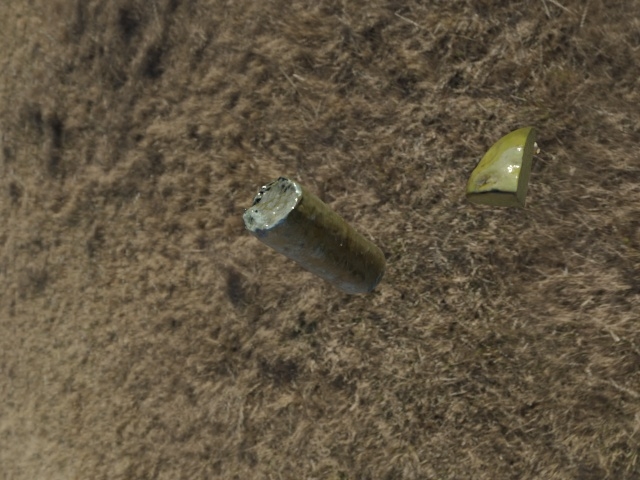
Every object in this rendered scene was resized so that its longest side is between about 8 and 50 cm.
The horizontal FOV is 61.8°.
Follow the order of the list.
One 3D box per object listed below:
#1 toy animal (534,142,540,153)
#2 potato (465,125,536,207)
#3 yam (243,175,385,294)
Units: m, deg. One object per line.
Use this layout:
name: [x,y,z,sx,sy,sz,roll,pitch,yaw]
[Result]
toy animal: [0.556,-0.241,1.467,0.060,0.083,0.081,46,167,-4]
potato: [0.257,-0.115,0.769,0.081,0.149,0.120,7,89,26]
yam: [0.000,0.000,0.732,0.093,0.259,0.093,-14,61,27]
